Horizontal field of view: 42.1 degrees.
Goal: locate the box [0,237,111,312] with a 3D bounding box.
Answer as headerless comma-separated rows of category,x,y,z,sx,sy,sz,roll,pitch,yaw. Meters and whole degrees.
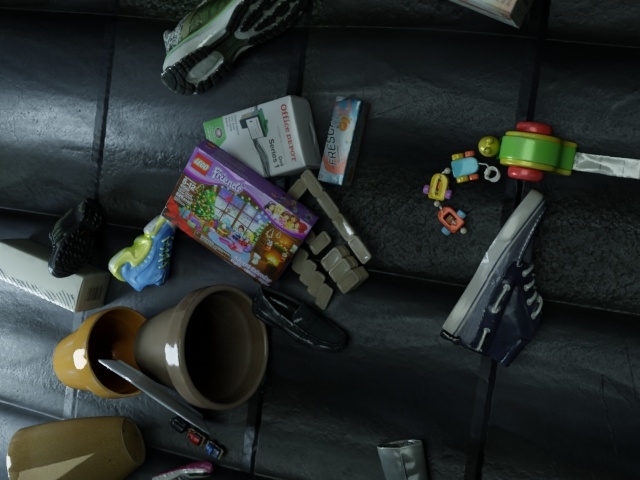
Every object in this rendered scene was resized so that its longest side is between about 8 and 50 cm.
box,-0.654,0.080,2.005,0.275,0.113,0.094,19,100,22

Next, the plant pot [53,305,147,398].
plant pot,-0.510,0.267,1.917,0.188,0.205,0.205,-15,85,37

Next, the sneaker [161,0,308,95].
sneaker,-0.202,-0.505,1.803,0.410,0.158,0.182,-34,62,14

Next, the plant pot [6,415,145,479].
plant pot,-0.546,0.508,1.930,0.254,0.237,0.237,-21,83,5

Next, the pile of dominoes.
pile of dominoes,0.000,0.000,1.774,0.196,0.040,0.251,-45,73,37

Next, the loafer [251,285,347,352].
loafer,-0.044,0.167,1.761,0.223,0.076,0.078,26,133,9

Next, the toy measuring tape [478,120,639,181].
toy measuring tape,0.455,-0.156,1.552,0.330,0.121,0.121,12,96,21

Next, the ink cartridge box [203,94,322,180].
ink cartridge box,-0.124,-0.207,1.793,0.219,0.092,0.160,-14,87,23

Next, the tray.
tray,-0.353,0.334,1.811,0.145,0.270,0.030,16,67,44

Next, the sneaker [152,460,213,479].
sneaker,-0.308,0.556,1.903,0.170,0.063,0.075,-22,83,26

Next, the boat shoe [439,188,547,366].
boat shoe,0.379,0.081,1.595,0.158,0.127,0.340,32,110,12

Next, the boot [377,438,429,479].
boot,0.216,0.512,1.694,0.189,0.076,0.208,-7,82,20

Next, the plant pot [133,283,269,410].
plant pot,-0.281,0.231,1.803,0.229,0.263,0.263,-5,89,38

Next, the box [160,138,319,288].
box,-0.174,-0.052,1.766,0.293,0.057,0.201,34,122,1

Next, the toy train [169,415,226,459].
toy train,-0.282,0.452,1.903,0.158,0.036,0.027,29,102,19

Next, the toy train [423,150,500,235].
toy train,0.281,-0.098,1.662,0.125,0.046,0.166,42,108,15

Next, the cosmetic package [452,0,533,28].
cosmetic package,0.277,-0.542,1.605,0.296,0.129,0.153,27,101,20

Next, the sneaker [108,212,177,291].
sneaker,-0.370,0.025,1.915,0.240,0.091,0.126,-40,95,17

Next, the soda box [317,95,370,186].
soda box,0.049,-0.206,1.740,0.058,0.063,0.183,15,97,21

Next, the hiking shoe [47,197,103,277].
hiking shoe,-0.592,0.006,1.955,0.114,0.227,0.086,-18,129,32
